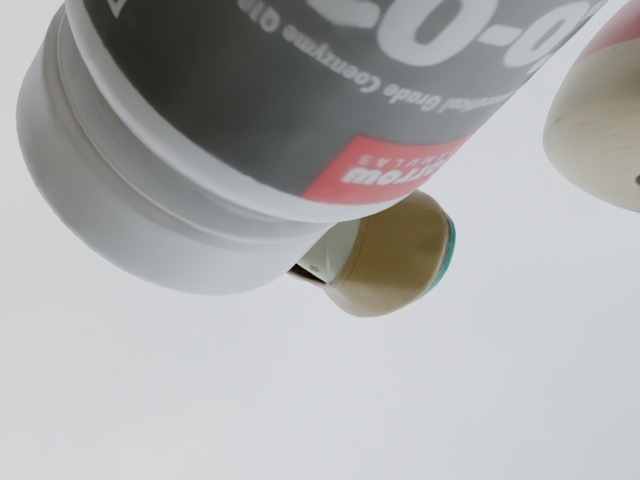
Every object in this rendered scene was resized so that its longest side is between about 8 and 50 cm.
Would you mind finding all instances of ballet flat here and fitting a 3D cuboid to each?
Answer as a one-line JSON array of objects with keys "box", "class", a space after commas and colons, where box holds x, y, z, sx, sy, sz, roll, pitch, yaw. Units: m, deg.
[{"box": [0.000, 0.000, 0.755, 0.073, 0.232, 0.080, 17, -95, -20], "class": "ballet flat"}]

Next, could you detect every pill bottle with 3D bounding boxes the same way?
[{"box": [0.012, -0.108, 0.428, 0.283, 0.161, 0.161, -46, -117, 42], "class": "pill bottle"}]

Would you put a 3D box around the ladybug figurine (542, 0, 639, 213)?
[{"box": [0.330, -0.107, 0.847, 0.449, 0.305, 0.161, -7, -108, 62], "class": "ladybug figurine"}]
